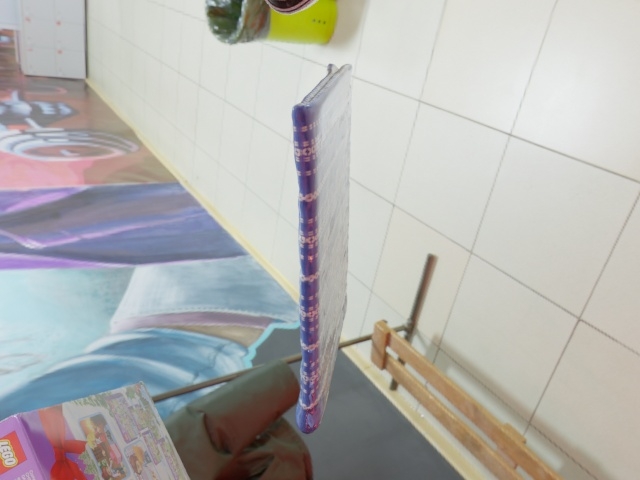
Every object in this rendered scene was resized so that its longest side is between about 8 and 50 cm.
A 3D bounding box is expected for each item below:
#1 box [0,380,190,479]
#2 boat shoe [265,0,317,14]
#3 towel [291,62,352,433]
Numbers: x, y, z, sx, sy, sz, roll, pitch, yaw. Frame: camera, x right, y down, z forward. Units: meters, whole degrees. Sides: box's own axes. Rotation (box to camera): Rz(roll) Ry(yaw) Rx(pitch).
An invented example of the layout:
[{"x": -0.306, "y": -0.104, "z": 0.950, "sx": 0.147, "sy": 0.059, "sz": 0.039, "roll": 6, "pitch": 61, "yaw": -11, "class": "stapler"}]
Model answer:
[{"x": -0.132, "y": 0.257, "z": 0.378, "sx": 0.293, "sy": 0.057, "sz": 0.201, "roll": 60, "pitch": 177, "yaw": 10, "class": "box"}, {"x": -0.003, "y": -0.267, "z": 0.384, "sx": 0.077, "sy": 0.070, "sz": 0.219, "roll": 36, "pitch": 136, "yaw": -2, "class": "boat shoe"}, {"x": 0.000, "y": 0.000, "z": 0.540, "sx": 0.243, "sy": 0.040, "sz": 0.336, "roll": -71, "pitch": -17, "yaw": -61, "class": "towel"}]
